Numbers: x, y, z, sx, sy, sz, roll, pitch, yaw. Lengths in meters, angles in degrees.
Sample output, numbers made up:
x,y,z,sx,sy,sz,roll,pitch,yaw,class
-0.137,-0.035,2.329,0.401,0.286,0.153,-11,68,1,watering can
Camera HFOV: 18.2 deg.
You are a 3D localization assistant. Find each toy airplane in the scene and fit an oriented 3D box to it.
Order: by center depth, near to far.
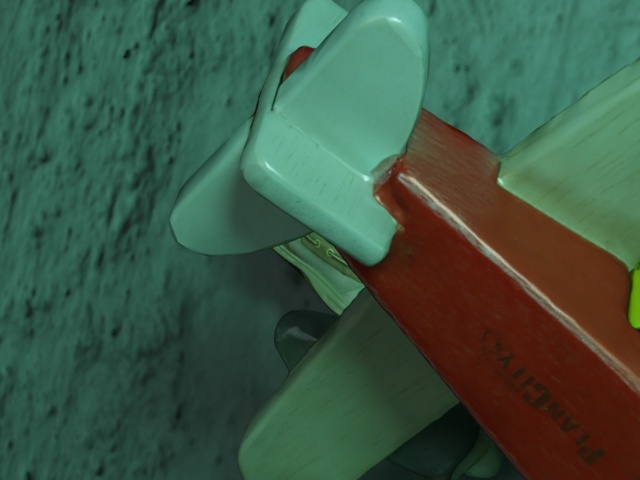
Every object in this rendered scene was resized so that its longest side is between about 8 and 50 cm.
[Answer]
x,y,z,sx,sy,sz,roll,pitch,yaw,class
0.120,0.015,1.047,0.386,0.272,0.384,9,119,27,toy airplane

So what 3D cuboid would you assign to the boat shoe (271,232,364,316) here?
x,y,z,sx,sy,sz,roll,pitch,yaw,class
0.000,0.000,1.296,0.135,0.050,0.045,45,106,26,boat shoe
